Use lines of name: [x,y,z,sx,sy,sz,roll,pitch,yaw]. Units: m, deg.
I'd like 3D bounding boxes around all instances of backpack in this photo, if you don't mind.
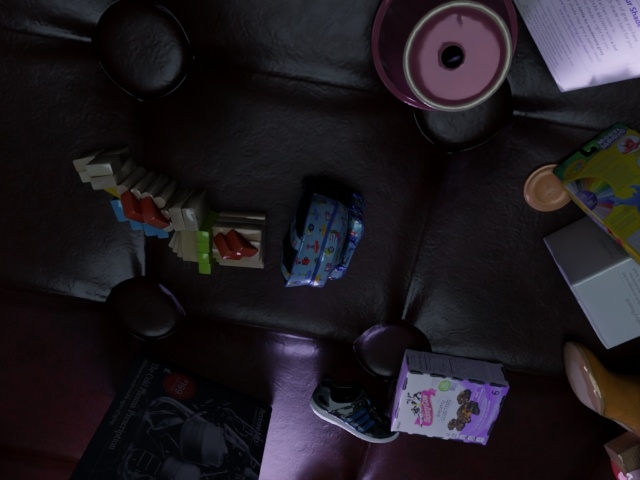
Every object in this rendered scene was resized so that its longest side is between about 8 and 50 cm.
backpack: [0.000,0.000,0.878,0.116,0.173,0.158,18,118,-5]

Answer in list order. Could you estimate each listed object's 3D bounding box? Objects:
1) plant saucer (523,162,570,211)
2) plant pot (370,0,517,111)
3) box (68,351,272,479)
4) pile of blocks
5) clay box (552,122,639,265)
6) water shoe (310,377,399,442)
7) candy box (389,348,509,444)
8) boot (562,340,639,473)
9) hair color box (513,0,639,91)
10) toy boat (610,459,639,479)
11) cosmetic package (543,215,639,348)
plant saucer: [0.375,-0.085,0.890,0.083,0.013,0.084,2,118,4]
plant pot: [0.168,-0.256,0.720,0.201,0.180,0.201,2,120,3]
box: [-0.287,0.437,1.048,0.312,0.343,0.179,26,117,-10]
pile of blocks: [-0.257,-0.028,0.921,0.362,0.113,0.149,26,118,-9]
clay box: [0.457,-0.065,0.790,0.127,0.222,0.053,-39,134,15]
water shoe: [0.080,0.350,1.121,0.203,0.073,0.080,22,116,-8]
candy box: [0.249,0.313,1.087,0.196,0.070,0.165,8,119,0]
boot: [0.607,0.278,1.034,0.211,0.104,0.295,-28,96,-1]
hair color box: [0.392,-0.294,0.600,0.110,0.339,0.185,-45,112,-15]
toy boat: [0.690,0.491,1.126,0.231,0.151,0.151,29,146,-11]
cosmetic package: [0.490,0.042,0.871,0.183,0.151,0.151,-31,112,21]
